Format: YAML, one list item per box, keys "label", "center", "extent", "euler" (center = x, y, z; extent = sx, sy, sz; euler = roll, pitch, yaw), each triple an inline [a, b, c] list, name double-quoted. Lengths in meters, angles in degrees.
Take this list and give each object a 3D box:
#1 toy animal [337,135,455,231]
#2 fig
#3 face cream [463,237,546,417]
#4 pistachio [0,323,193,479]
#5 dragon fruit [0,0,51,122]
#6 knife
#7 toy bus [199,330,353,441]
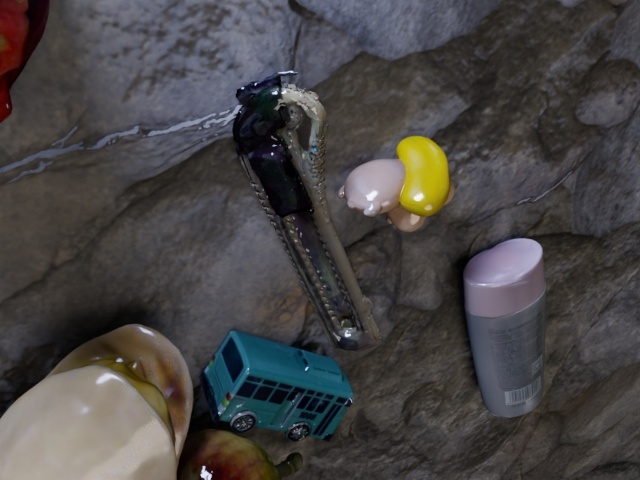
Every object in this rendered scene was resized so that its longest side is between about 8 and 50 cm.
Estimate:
- label: "toy animal"
  center: [0.084, -0.041, 0.634]
  extent: [0.114, 0.091, 0.082]
  euler: [-27, 144, -8]
- label: "fig"
  center: [-0.104, 0.270, 0.707]
  extent: [0.143, 0.231, 0.160]
  euler: [16, 105, 6]
- label: "face cream"
  center: [0.246, 0.122, 0.827]
  extent: [0.107, 0.073, 0.269]
  euler: [-28, 130, -12]
- label: "pistachio"
  center: [-0.225, 0.228, 0.594]
  extent: [0.187, 0.187, 0.299]
  euler: [23, 110, -35]
- label: "dragon fruit"
  center: [-0.226, -0.132, 0.370]
  extent: [0.126, 0.161, 0.274]
  euler: [3, 118, -25]
- label: "knife"
  center: [-0.002, 0.004, 0.635]
  extent: [0.089, 0.043, 0.365]
  euler: [-1, 134, 21]
- label: "toy bus"
  center: [-0.043, 0.165, 0.716]
  extent: [0.160, 0.079, 0.091]
  euler: [23, 108, -33]
